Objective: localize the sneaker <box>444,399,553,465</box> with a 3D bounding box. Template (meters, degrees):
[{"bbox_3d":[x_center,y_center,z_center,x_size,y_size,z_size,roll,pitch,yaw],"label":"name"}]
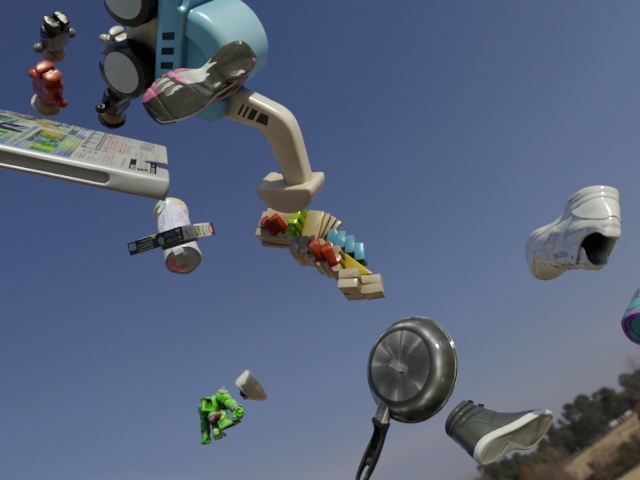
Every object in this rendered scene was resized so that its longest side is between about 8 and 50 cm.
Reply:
[{"bbox_3d":[0.418,0.424,1.397,0.296,0.147,0.104,-4,-69,-36],"label":"sneaker"}]

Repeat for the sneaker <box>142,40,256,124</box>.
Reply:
[{"bbox_3d":[-0.173,-0.221,0.883,0.178,0.071,0.077,-29,-5,-10],"label":"sneaker"}]

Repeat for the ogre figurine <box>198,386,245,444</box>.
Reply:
[{"bbox_3d":[-0.310,0.524,1.792,0.097,0.118,0.197,-7,-33,-34],"label":"ogre figurine"}]

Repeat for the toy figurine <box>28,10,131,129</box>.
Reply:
[{"bbox_3d":[-0.508,-0.359,1.275,0.213,0.209,0.148,4,-24,-25],"label":"toy figurine"}]

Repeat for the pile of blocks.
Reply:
[{"bbox_3d":[0.000,0.000,1.319,0.149,0.362,0.112,-53,-28,-10],"label":"pile of blocks"}]

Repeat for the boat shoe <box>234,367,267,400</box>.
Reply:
[{"bbox_3d":[-0.191,0.405,1.613,0.063,0.066,0.184,-29,-23,-10],"label":"boat shoe"}]

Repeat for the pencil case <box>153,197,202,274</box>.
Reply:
[{"bbox_3d":[-0.446,-0.018,1.836,0.114,0.273,0.124,-11,-47,-17],"label":"pencil case"}]

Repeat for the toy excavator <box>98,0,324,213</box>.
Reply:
[{"bbox_3d":[-0.180,-0.299,1.162,0.222,0.446,0.432,-52,-19,-50],"label":"toy excavator"}]

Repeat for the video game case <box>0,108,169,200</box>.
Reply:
[{"bbox_3d":[-0.388,-0.140,0.913,0.300,0.329,0.036,11,-76,-18],"label":"video game case"}]

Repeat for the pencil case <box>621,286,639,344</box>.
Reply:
[{"bbox_3d":[0.526,0.114,0.941,0.152,0.070,0.064,-26,-61,-52],"label":"pencil case"}]

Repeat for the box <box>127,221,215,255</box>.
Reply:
[{"bbox_3d":[-0.388,-0.004,1.537,0.207,0.036,0.114,-15,-2,33],"label":"box"}]

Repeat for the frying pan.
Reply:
[{"bbox_3d":[0.119,0.280,1.106,0.053,0.197,0.326,26,-69,-43],"label":"frying pan"}]

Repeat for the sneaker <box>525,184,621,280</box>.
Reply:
[{"bbox_3d":[0.532,0.019,1.270,0.114,0.152,0.305,7,-35,-5],"label":"sneaker"}]
